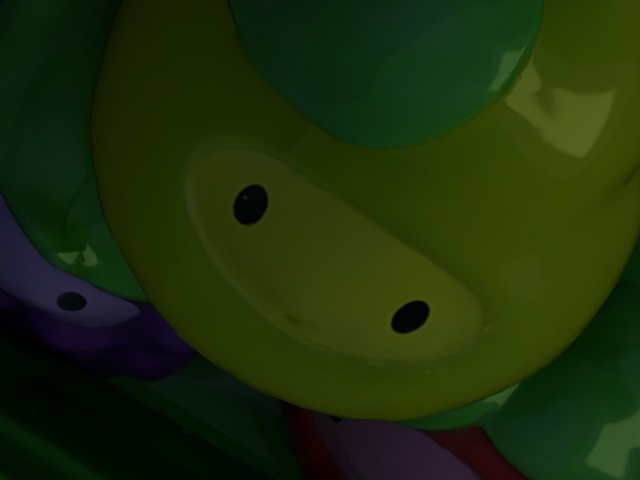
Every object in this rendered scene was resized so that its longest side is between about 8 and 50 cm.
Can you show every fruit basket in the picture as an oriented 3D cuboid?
[{"bbox_3d":[0.000,0.000,0.643,0.283,0.392,0.392,-58,167,7],"label":"fruit basket"}]
